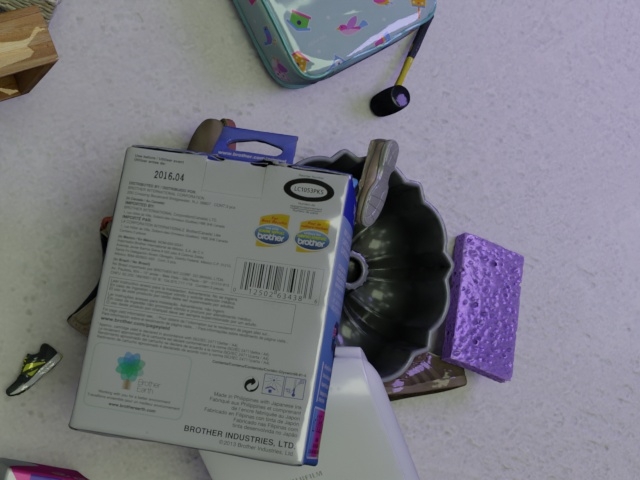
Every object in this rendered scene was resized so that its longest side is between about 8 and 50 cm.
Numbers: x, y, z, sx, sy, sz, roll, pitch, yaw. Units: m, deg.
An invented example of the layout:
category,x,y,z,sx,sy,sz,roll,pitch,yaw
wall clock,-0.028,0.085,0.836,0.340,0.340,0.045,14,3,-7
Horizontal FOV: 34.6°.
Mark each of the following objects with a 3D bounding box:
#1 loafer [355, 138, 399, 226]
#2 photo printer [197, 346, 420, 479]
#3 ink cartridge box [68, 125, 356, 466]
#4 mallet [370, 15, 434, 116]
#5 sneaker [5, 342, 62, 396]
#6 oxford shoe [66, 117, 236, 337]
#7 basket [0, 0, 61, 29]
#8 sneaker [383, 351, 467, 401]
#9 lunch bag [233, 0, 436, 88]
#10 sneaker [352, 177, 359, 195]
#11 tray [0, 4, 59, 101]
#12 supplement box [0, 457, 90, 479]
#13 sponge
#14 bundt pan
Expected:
category,x,y,z,sx,sy,sz,roll,pitch,yaw
loafer,0.069,-0.079,1.393,0.045,0.039,0.125,33,74,-55
photo printer,-0.015,0.287,1.339,0.256,0.107,0.307,-18,114,6
ink cartridge box,-0.107,0.047,1.205,0.270,0.151,0.395,8,80,6
mallet,0.128,-0.268,1.568,0.039,0.062,0.189,34,59,-21
sneaker,-0.370,0.165,1.311,0.083,0.031,0.035,-41,91,-26
oxford shoe,-0.214,-0.020,1.343,0.130,0.123,0.348,26,76,-16
basket,-0.363,-0.351,1.279,0.113,0.103,0.167,23,65,-23
sneaker,0.130,0.197,1.533,0.189,0.066,0.071,-2,71,-30
lunch bag,0.018,-0.363,1.477,0.279,0.108,0.224,-32,98,-24
sneaker,0.000,0.000,1.345,0.078,0.067,0.188,38,69,-41
tray,-0.520,-0.159,1.158,0.411,0.203,0.076,-23,96,-25
supplement box,-0.364,0.387,1.254,0.111,0.114,0.219,15,79,-23
sponge,0.251,0.102,1.577,0.117,0.031,0.210,21,65,-24
bundt pan,0.016,0.044,1.444,0.331,0.124,0.330,2,85,-25
